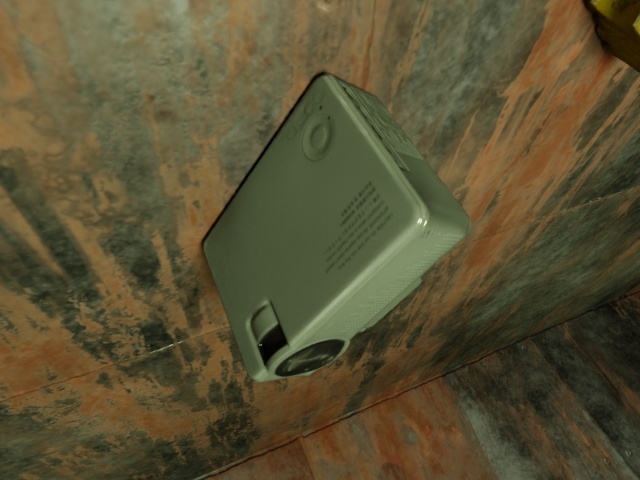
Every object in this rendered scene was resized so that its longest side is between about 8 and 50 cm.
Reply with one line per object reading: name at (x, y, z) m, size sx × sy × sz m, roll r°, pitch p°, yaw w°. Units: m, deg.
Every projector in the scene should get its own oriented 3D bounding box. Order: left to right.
projector at (0.000, 0.000, 0.459) m, size 0.099 × 0.191 × 0.256 m, roll 8°, pitch 134°, yaw -43°

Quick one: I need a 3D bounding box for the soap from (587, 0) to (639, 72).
soap at (0.361, -0.277, 0.433) m, size 0.161 × 0.080 × 0.257 m, roll -18°, pitch 147°, yaw -14°
